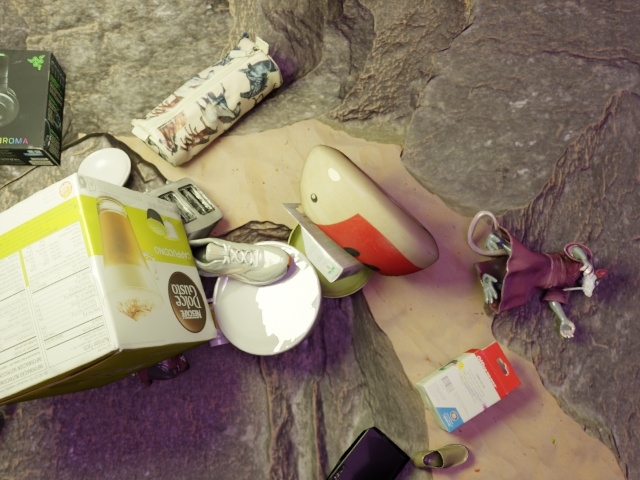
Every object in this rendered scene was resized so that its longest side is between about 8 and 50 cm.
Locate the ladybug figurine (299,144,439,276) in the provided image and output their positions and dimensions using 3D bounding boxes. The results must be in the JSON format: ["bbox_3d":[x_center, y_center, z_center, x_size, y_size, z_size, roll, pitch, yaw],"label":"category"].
[{"bbox_3d":[0.112,-0.048,1.349,0.449,0.305,0.162,37,101,-32],"label":"ladybug figurine"}]

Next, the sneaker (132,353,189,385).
[{"bbox_3d":[-0.361,0.234,1.383,0.162,0.106,0.281,41,85,-5],"label":"sneaker"}]

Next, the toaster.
[{"bbox_3d":[-0.354,-0.055,1.392,0.186,0.110,0.168,47,32,4],"label":"toaster"}]

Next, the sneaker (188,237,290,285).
[{"bbox_3d":[-0.202,0.043,1.293,0.262,0.121,0.099,0,74,15],"label":"sneaker"}]

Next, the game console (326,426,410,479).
[{"bbox_3d":[0.192,0.651,1.389,0.361,0.044,0.213,41,77,2],"label":"game console"}]

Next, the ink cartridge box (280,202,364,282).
[{"bbox_3d":[0.000,0.000,1.396,0.224,0.181,0.056,45,109,15],"label":"ink cartridge box"}]

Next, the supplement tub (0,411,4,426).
[{"bbox_3d":[-0.832,0.391,1.277,0.197,0.106,0.106,21,77,-3],"label":"supplement tub"}]

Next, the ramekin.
[{"bbox_3d":[-0.115,0.146,1.375,0.272,0.127,0.273,-4,74,13],"label":"ramekin"}]

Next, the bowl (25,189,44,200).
[{"bbox_3d":[-0.692,-0.036,1.408,0.142,0.053,0.142,44,77,4],"label":"bowl"}]

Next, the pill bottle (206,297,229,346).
[{"bbox_3d":[-0.262,0.204,1.409,0.065,0.065,0.116,-11,80,-9],"label":"pill bottle"}]

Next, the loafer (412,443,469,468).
[{"bbox_3d":[0.309,0.551,1.420,0.147,0.050,0.056,-9,80,-9],"label":"loafer"}]

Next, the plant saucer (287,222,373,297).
[{"bbox_3d":[0.030,0.034,1.496,0.240,0.037,0.241,2,78,-8],"label":"plant saucer"}]

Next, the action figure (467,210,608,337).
[{"bbox_3d":[0.593,0.088,1.519,0.370,0.248,0.276,2,35,-19],"label":"action figure"}]

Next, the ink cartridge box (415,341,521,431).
[{"bbox_3d":[0.380,0.371,1.452,0.231,0.078,0.134,-28,84,-12],"label":"ink cartridge box"}]

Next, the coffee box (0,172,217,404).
[{"bbox_3d":[-0.470,0.112,1.144,0.338,0.337,0.335,-24,77,15],"label":"coffee box"}]

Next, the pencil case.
[{"bbox_3d":[-0.292,-0.359,1.459,0.410,0.183,0.160,-42,69,-12],"label":"pencil case"}]

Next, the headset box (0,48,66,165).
[{"bbox_3d":[-0.792,-0.342,1.417,0.246,0.131,0.283,1,78,-8],"label":"headset box"}]

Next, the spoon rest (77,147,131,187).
[{"bbox_3d":[-0.526,-0.121,1.405,0.137,0.084,0.276,-20,66,-6],"label":"spoon rest"}]
